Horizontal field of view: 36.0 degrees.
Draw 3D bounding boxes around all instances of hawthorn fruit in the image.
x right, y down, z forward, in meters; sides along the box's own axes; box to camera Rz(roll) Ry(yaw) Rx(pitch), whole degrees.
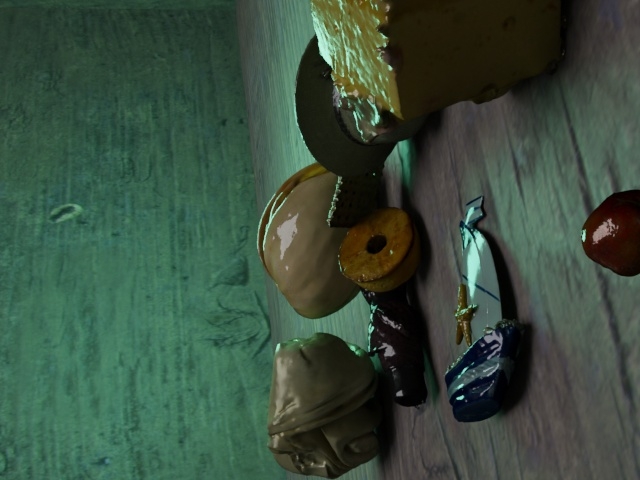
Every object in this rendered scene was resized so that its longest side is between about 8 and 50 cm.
[{"bbox_3d":[0.268,-0.008,0.865,0.077,0.077,0.077,178,90,-79],"label":"hawthorn fruit"}]

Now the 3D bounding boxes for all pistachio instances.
[{"bbox_3d":[0.000,0.000,1.850,0.230,0.229,0.309,-127,53,-71],"label":"pistachio"}]

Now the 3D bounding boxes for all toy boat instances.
[{"bbox_3d":[0.208,0.079,1.275,0.220,0.067,0.291,114,163,-64],"label":"toy boat"}]

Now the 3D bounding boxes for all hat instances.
[{"bbox_3d":[0.096,-0.218,1.482,0.130,0.257,0.257,9,103,44],"label":"hat"}]

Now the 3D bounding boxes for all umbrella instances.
[{"bbox_3d":[0.115,0.125,1.607,0.094,0.090,0.326,-49,39,43],"label":"umbrella"}]

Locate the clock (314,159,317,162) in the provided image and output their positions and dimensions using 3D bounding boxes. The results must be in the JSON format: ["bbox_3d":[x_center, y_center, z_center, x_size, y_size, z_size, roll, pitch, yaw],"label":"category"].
[{"bbox_3d":[0.035,-0.239,1.975,0.230,0.083,0.230,177,90,-77],"label":"clock"}]

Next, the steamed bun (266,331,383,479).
[{"bbox_3d":[0.021,0.305,1.848,0.276,0.203,0.289,-53,-30,-66],"label":"steamed bun"}]

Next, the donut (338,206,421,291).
[{"bbox_3d":[0.099,0.019,1.581,0.058,0.152,0.152,48,-162,-39],"label":"donut"}]

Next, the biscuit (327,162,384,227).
[{"bbox_3d":[0.073,-0.132,1.616,0.139,0.016,0.231,1,-75,-59],"label":"biscuit"}]

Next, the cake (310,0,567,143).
[{"bbox_3d":[0.121,-0.256,1.070,0.222,0.227,0.286,-132,28,-55],"label":"cake"}]
